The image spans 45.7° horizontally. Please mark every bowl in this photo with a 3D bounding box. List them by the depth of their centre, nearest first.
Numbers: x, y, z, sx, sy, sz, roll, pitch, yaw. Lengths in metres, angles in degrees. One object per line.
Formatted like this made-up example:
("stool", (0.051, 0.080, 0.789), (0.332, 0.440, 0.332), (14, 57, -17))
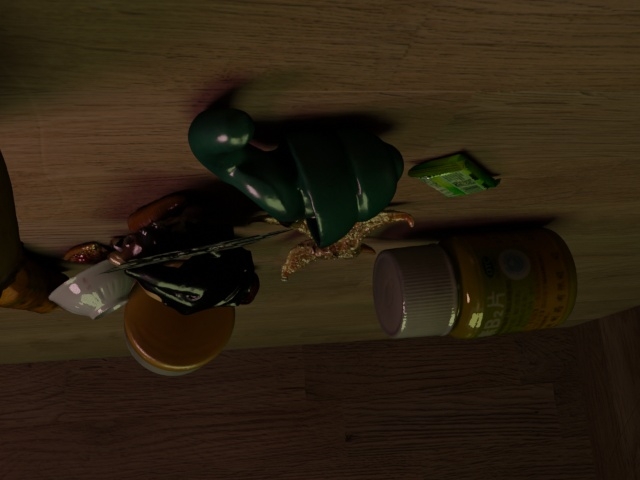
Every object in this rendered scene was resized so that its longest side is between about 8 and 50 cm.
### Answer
("bowl", (-0.446, 0.107, 1.541), (0.189, 0.086, 0.189), (-30, 176, -3))

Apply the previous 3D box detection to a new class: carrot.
("carrot", (-0.261, -0.045, 1.254), (0.139, 0.048, 0.048), (-20, 159, 40))
("carrot", (-0.600, 0.088, 1.523), (0.114, 0.114, 0.302), (-7, 166, 6))

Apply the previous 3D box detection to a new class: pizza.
("pizza", (-0.455, 0.027, 1.497), (0.100, 0.029, 0.099), (-1, 164, -20))

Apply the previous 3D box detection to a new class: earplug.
("earplug", (-0.024, -0.102, 0.989), (0.280, 0.164, 0.257), (-14, 131, -13))

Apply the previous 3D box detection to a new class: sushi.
("sushi", (-0.210, -0.008, 1.261), (0.292, 0.059, 0.294), (-11, 178, -27))

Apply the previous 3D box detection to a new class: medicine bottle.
("medicine bottle", (0.320, 0.094, 1.600), (0.385, 0.224, 0.224), (-4, 166, -15))
("medicine bottle", (-0.329, 0.184, 1.735), (0.238, 0.237, 0.232), (-1, 167, -16))

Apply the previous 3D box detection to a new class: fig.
("fig", (-0.208, 0.100, 1.791), (0.125, 0.088, 0.089), (19, 166, 5))

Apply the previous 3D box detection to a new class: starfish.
("starfish", (0.004, 0.012, 1.493), (0.302, 0.084, 0.293), (-7, 165, -10))

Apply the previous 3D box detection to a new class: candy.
("candy", (0.220, -0.101, 1.232), (0.102, 0.032, 0.178), (-9, 167, 29))

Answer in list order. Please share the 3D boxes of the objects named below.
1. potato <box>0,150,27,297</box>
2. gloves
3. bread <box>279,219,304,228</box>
("potato", (-0.515, -0.063, 0.664), (0.443, 0.319, 0.385), (-12, -154, -6))
("gloves", (-0.267, 0.054, 1.481), (0.301, 0.152, 0.197), (18, 129, -25))
("bread", (-0.048, -0.060, 1.224), (0.060, 0.066, 0.110), (-16, 164, -8))
